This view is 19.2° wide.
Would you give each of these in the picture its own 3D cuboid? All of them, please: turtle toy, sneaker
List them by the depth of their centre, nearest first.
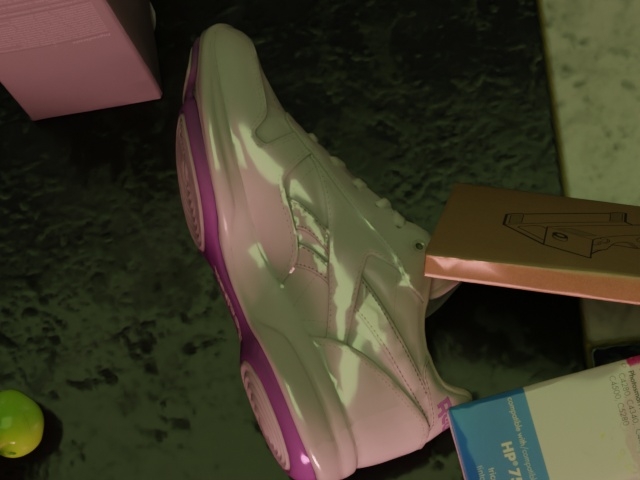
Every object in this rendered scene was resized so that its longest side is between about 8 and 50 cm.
[{"bbox_3d":[-0.238,0.137,1.208,0.130,0.066,0.095,-23,98,-2],"label":"turtle toy"},{"bbox_3d":[0.000,0.000,1.209,0.152,0.114,0.305,-17,79,-12],"label":"sneaker"}]

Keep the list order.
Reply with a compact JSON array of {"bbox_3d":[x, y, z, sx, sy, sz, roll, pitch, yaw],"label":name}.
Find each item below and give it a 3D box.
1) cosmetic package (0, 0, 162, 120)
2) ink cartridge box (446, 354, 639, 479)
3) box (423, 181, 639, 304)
[{"bbox_3d":[-0.173,-0.174,1.191,0.107,0.238,0.127,-10,73,1],"label":"cosmetic package"},{"bbox_3d":[0.198,0.114,1.130,0.231,0.134,0.078,-15,76,3],"label":"ink cartridge box"},{"bbox_3d":[0.172,0.005,1.151,0.201,0.164,0.021,8,106,8],"label":"box"}]
